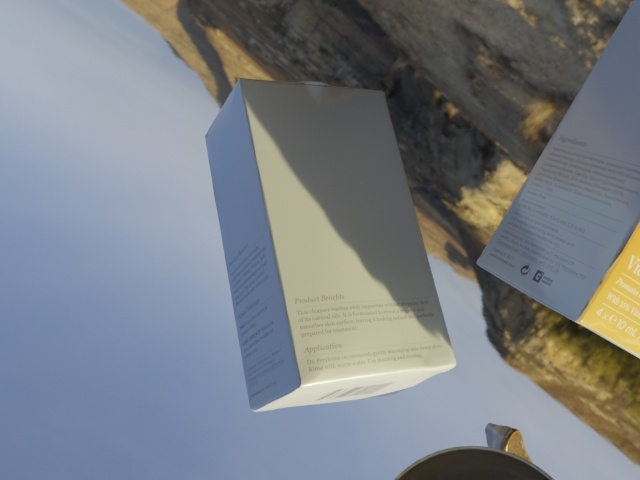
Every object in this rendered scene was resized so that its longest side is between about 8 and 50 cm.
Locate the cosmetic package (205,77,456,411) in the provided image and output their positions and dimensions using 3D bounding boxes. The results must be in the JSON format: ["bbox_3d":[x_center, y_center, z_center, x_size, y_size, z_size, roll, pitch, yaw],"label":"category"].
[{"bbox_3d":[0.000,0.000,0.846,0.217,0.156,0.384,0,-114,-28],"label":"cosmetic package"}]

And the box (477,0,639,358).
[{"bbox_3d":[0.368,-0.056,0.708,0.215,0.345,0.168,26,-173,-28],"label":"box"}]

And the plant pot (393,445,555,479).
[{"bbox_3d":[0.218,0.432,0.873,0.284,0.284,0.191,48,178,38],"label":"plant pot"}]

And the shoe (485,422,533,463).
[{"bbox_3d":[0.359,0.428,1.278,0.058,0.076,0.219,11,131,43],"label":"shoe"}]
